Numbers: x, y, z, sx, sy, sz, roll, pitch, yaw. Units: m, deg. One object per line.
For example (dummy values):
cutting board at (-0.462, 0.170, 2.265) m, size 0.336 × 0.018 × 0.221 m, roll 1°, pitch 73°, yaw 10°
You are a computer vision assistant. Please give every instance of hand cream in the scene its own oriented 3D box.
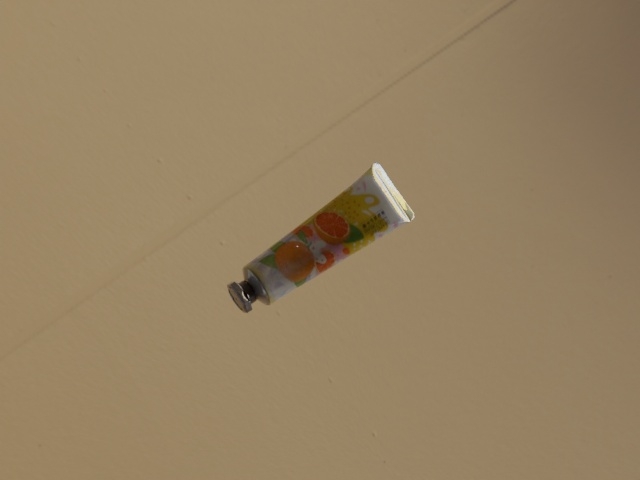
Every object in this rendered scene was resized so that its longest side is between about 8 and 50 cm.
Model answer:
hand cream at (0.000, 0.000, 0.410) m, size 0.102 × 0.022 × 0.035 m, roll -34°, pitch -92°, yaw -20°
